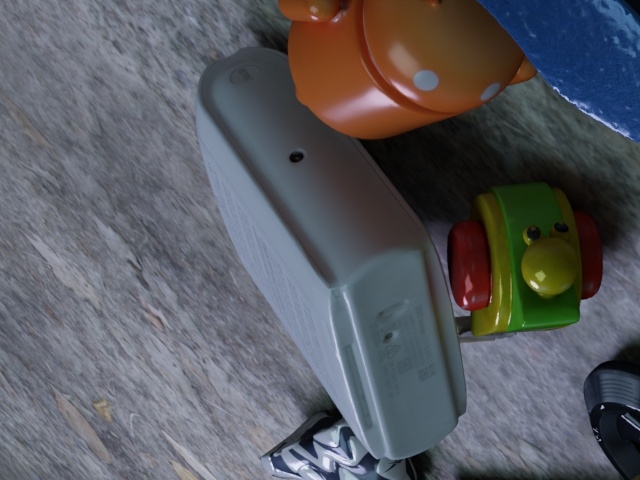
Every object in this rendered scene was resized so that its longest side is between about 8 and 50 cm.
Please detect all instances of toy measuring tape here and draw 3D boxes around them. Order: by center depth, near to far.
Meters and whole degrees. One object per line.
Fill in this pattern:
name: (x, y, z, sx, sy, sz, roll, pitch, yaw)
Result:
toy measuring tape: (0.148, 0.019, 1.400, 0.121, 0.121, 0.330, 45, 172, 0)

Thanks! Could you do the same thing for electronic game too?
electronic game: (0.307, 0.183, 1.440, 0.229, 0.048, 0.229, 40, 162, 15)

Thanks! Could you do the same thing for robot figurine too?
robot figurine: (0.058, -0.141, 1.236, 0.158, 0.128, 0.219, 52, 154, -13)

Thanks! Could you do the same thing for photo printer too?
photo printer: (0.000, 0.000, 1.469, 0.307, 0.107, 0.256, 54, 166, 41)

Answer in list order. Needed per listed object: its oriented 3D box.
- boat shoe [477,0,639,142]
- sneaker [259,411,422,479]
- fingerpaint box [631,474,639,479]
boat shoe: (0.157, -0.171, 1.103, 0.258, 0.089, 0.109, 48, 142, 6)
sneaker: (0.033, 0.262, 1.910, 0.153, 0.094, 0.235, 55, 144, -2)
fingerpaint box: (0.290, 0.476, 1.394, 0.445, 0.371, 0.163, 42, 173, 16)
